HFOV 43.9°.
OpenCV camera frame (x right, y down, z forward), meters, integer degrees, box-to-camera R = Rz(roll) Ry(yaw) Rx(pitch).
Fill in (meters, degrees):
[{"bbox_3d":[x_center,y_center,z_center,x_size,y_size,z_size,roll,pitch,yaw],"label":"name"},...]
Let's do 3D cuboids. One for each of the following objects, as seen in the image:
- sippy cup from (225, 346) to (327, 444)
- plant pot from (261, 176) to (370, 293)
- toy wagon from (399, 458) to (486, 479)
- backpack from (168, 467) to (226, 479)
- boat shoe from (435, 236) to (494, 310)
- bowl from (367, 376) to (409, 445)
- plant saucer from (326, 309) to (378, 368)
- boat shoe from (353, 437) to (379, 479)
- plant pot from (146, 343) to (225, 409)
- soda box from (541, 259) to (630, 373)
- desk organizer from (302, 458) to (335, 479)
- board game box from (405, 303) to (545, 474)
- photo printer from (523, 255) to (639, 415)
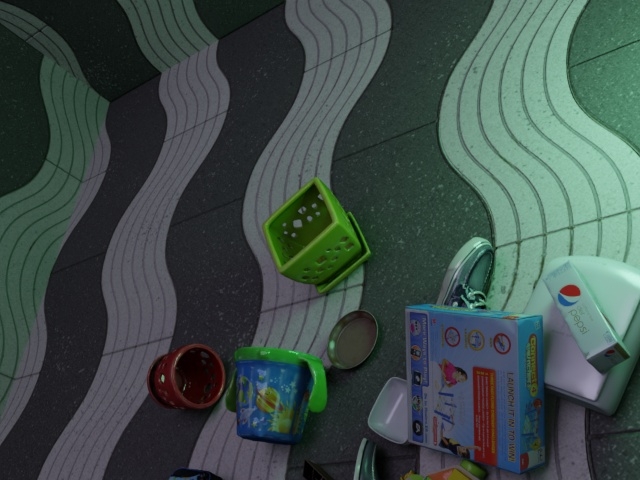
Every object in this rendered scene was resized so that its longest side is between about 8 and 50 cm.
[{"bbox_3d":[-0.121,0.408,2.059,0.305,0.240,0.224,119,159,-70],"label":"sippy cup"},{"bbox_3d":[0.000,0.000,2.241,0.227,0.207,0.228,-40,40,15],"label":"plant pot"},{"bbox_3d":[0.261,0.584,1.641,0.344,0.068,0.267,28,83,51],"label":"toy wagon"},{"bbox_3d":[-0.344,0.695,2.133,0.173,0.117,0.158,-5,59,43],"label":"backpack"},{"bbox_3d":[0.353,0.167,1.840,0.158,0.127,0.340,24,88,45],"label":"boat shoe"},{"bbox_3d":[0.192,0.404,1.861,0.142,0.053,0.142,19,76,50],"label":"bowl"},{"bbox_3d":[0.090,0.264,2.092,0.168,0.029,0.168,-27,46,31],"label":"plant saucer"},{"bbox_3d":[0.117,0.600,1.776,0.099,0.116,0.319,3,52,6],"label":"boat shoe"},{"bbox_3d":[-0.405,0.414,2.363,0.174,0.191,0.191,-22,47,45],"label":"plant pot"},{"bbox_3d":[0.512,0.145,1.541,0.069,0.074,0.216,-35,43,19],"label":"soda box"},{"bbox_3d":[-0.001,0.585,1.921,0.047,0.050,0.130,-56,38,-4],"label":"desk organizer"},{"bbox_3d":[0.316,0.297,1.662,0.302,0.086,0.308,2,94,50],"label":"board game box"},{"bbox_3d":[0.540,0.177,1.635,0.256,0.107,0.307,16,74,50],"label":"photo printer"}]
